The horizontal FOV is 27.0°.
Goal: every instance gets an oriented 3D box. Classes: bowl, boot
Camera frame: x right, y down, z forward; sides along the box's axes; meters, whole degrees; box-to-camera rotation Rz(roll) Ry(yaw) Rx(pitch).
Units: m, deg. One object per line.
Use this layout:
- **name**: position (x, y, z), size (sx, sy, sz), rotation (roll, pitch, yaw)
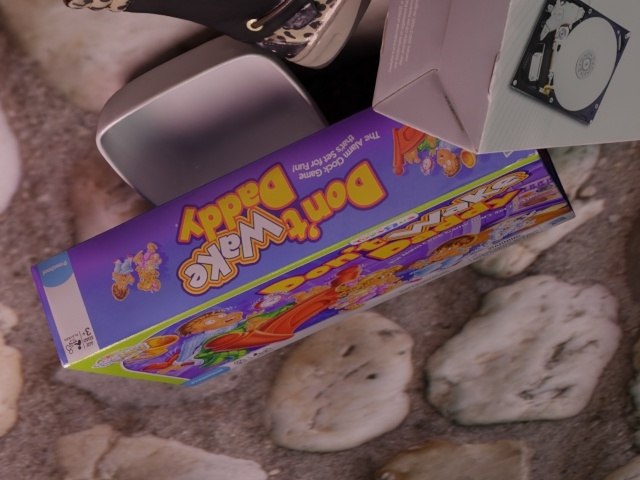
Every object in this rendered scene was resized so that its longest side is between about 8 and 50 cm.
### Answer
- **bowl**: position (-0.074, -0.082, 0.929), size (0.142, 0.053, 0.142), rotation (-26, 142, 13)
- **boot**: position (-0.039, -0.204, 0.761), size (0.178, 0.085, 0.236), rotation (7, 136, -23)

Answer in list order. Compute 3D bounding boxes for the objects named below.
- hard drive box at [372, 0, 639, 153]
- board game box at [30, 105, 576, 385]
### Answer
- **hard drive box**: position (0.154, -0.153, 0.763), size (0.232, 0.089, 0.181), rotation (-9, 117, -40)
- **board game box**: position (0.000, 0.000, 0.973), size (0.347, 0.078, 0.233), rotation (-25, 165, 12)
